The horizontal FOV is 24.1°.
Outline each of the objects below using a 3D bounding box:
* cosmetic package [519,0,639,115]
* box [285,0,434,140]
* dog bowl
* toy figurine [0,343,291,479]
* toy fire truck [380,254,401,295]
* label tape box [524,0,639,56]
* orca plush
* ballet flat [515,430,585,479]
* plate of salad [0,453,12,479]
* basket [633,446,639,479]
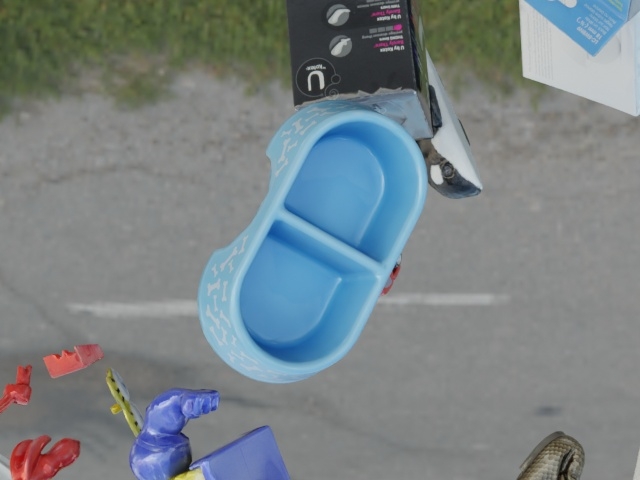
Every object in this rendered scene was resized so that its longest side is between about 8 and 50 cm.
[{"bbox_3d":[0.426,-0.340,2.269,0.224,0.138,0.224,26,137,39],"label":"cosmetic package"},{"bbox_3d":[0.042,-0.258,1.741,0.143,0.270,0.165,-8,163,10],"label":"box"},{"bbox_3d":[0.000,0.000,1.464,0.166,0.297,0.074,30,171,-16],"label":"dog bowl"},{"bbox_3d":[-0.087,0.234,1.040,0.217,0.363,0.191,-21,180,40],"label":"toy figurine"},{"bbox_3d":[0.038,0.013,1.730,0.047,0.135,0.192,9,139,24],"label":"toy fire truck"},{"bbox_3d":[0.407,-0.459,2.088,0.334,0.240,0.106,-45,150,2],"label":"label tape box"},{"bbox_3d":[0.108,-0.174,1.924,0.102,0.287,0.151,-24,-179,12],"label":"orca plush"},{"bbox_3d":[0.209,0.319,1.645,0.250,0.058,0.084,-54,147,10],"label":"ballet flat"},{"bbox_3d":[-0.370,0.276,1.534,0.199,0.200,0.048,17,119,-28],"label":"plate of salad"},{"bbox_3d":[0.397,0.231,1.526,0.113,0.167,0.103,27,152,-15],"label":"basket"}]
